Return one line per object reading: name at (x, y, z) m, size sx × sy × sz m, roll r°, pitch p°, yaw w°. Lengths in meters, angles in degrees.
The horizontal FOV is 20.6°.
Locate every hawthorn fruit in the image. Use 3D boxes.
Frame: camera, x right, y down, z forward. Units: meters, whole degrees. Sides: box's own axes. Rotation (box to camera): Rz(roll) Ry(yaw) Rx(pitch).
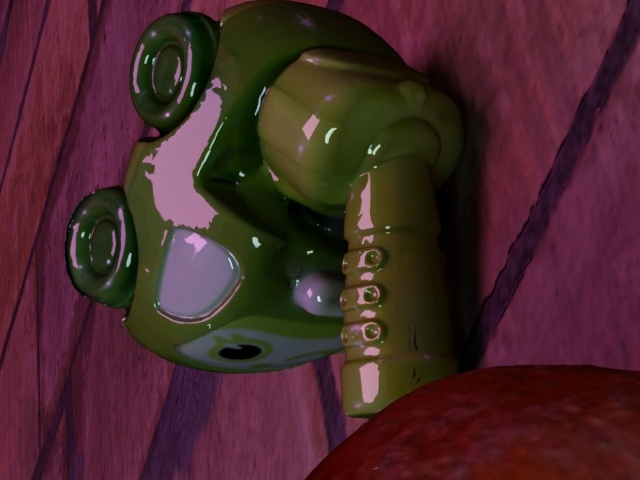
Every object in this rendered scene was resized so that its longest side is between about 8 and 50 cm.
hawthorn fruit at (0.062, 0.115, 0.501) m, size 0.173 × 0.173 × 0.173 m, roll -172°, pitch 90°, yaw -72°

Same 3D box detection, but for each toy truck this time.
toy truck at (-0.005, -0.019, 0.839) m, size 0.210 × 0.148 × 0.187 m, roll 11°, pitch 93°, yaw 49°
